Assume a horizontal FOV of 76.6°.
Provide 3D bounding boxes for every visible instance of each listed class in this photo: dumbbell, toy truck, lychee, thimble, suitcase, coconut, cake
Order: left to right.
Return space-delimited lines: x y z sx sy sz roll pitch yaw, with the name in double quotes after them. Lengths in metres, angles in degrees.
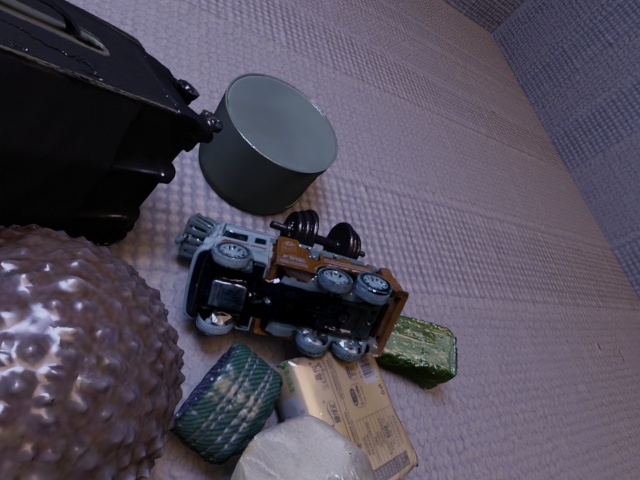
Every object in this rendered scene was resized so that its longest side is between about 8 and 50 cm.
-0.331 -0.121 0.384 0.194 0.283 0.434 54 21 13 "suitcase"
-0.271 0.137 0.357 0.300 0.300 0.299 19 52 -27 "lychee"
-0.118 0.208 0.522 0.090 0.118 0.135 42 49 -5 "thimble"
-0.057 0.059 0.626 0.339 0.132 0.184 14 23 -10 "toy truck"
-0.026 0.283 0.452 0.161 0.162 0.160 -12 105 -49 "coconut"
0.000 0.000 0.765 0.209 0.099 0.099 18 52 -29 "dumbbell"
0.132 0.200 0.781 0.236 0.099 0.100 17 50 -1 "cake"

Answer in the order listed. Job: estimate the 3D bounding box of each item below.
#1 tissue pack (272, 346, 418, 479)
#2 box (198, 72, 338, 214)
0.035 0.273 0.616 0.187 0.090 0.222 -7 67 -39 "tissue pack"
-0.100 -0.179 0.771 0.226 0.149 0.225 19 52 -26 "box"
